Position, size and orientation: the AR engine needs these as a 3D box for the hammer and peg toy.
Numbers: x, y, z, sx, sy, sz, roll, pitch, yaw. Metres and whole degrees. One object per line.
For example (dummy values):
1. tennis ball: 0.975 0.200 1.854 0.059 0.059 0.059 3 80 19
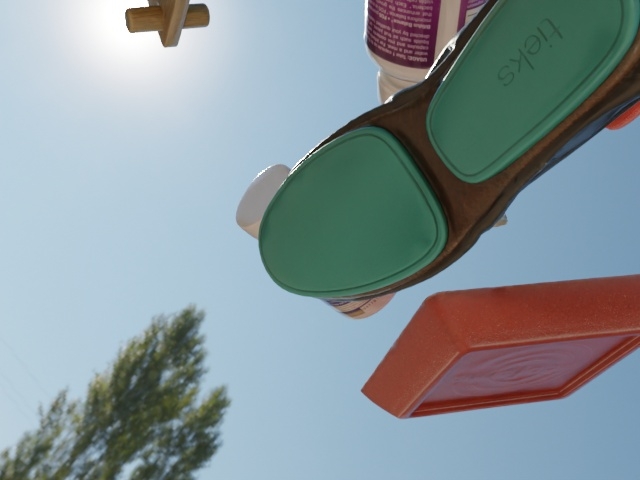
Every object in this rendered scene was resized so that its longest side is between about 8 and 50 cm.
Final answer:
1. hammer and peg toy: -0.209 -0.474 1.036 0.266 0.127 0.361 69 -26 18

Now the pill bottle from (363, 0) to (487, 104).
1. pill bottle: 0.142 -0.316 1.008 0.169 0.169 0.302 21 -43 22

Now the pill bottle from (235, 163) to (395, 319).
1. pill bottle: 0.000 0.000 0.870 0.186 0.112 0.112 37 -34 -31

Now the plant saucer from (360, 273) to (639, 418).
1. plant saucer: 0.193 0.116 0.762 0.258 0.048 0.259 -4 -28 -14

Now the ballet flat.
1. ballet flat: 0.074 -0.043 0.388 0.280 0.096 0.095 -35 -104 49

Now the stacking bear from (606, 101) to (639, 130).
1. stacking bear: 0.387 -0.277 0.827 0.175 0.289 0.164 53 -22 7
